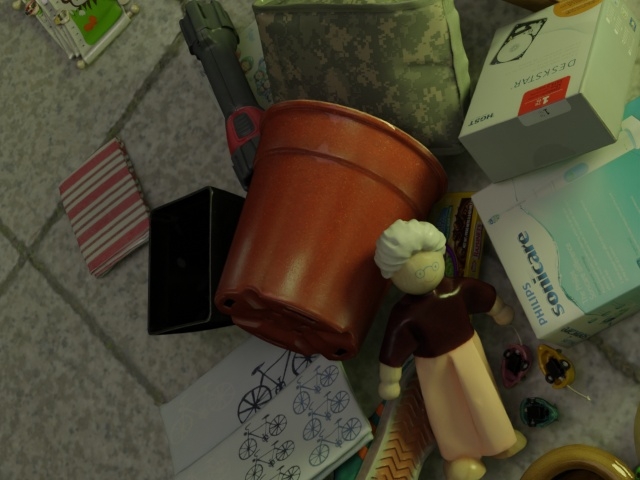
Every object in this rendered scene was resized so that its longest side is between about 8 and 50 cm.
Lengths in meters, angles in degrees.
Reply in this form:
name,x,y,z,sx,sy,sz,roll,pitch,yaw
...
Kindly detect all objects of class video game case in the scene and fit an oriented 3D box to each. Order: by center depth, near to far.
name,x,y,z,sx,sy,sz,roll,pitch,yaw
video game case,-0.107,-0.250,1.943,0.143,0.019,0.157,-39,64,17

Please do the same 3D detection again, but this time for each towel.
name,x,y,z,sx,sy,sz,roll,pitch,yaw
towel,-0.348,-0.054,2.035,0.144,0.029,0.197,-35,63,19

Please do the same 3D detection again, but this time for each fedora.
name,x,y,z,sx,sy,sz,roll,pitch,yaw
fedora,0.329,0.349,1.547,0.194,0.079,0.194,-3,84,30

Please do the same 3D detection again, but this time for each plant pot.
name,x,y,z,sx,sy,sz,roll,pitch,yaw
plant pot,0.000,0.000,1.648,0.272,0.272,0.265,9,66,30
plant pot,-0.133,0.038,1.794,0.187,0.167,0.188,-17,71,54

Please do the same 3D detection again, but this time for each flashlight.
name,x,y,z,sx,sy,sz,roll,pitch,yaw
flashlight,-0.124,-0.219,1.885,0.103,0.103,0.304,-56,50,47

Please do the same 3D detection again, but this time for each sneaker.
name,x,y,z,sx,sy,sz,roll,pitch,yaw
sneaker,0.083,0.269,1.649,0.121,0.108,0.302,-15,37,53

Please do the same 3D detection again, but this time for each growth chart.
name,x,y,z,sx,sy,sz,roll,pitch,yaw
growth chart,-0.420,-0.407,2.148,0.237,0.021,0.172,44,101,28

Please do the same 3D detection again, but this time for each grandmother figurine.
name,x,y,z,sx,sy,sz,roll,pitch,yaw
grandmother figurine,0.159,0.125,1.563,0.104,0.208,0.342,5,123,55

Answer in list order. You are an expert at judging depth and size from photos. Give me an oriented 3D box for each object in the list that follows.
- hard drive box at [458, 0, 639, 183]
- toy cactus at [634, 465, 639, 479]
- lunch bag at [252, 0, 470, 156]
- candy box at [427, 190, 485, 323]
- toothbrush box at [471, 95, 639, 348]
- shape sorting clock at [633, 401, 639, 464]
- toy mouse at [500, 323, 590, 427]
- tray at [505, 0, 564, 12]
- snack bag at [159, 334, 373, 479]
name,x,y,z,sx,sy,sz,roll,pitch,yaw
hard drive box,0.295,-0.201,1.585,0.181,0.089,0.232,-19,35,37
toy cactus,0.456,0.268,1.445,0.180,0.112,0.219,-1,76,15
lunch bag,0.078,-0.242,1.706,0.287,0.169,0.235,7,123,32
candy box,0.175,0.036,1.702,0.105,0.027,0.206,0,78,58
toothbrush box,0.372,-0.027,1.570,0.295,0.126,0.216,-32,66,19
shape sorting clock,0.482,0.238,1.505,0.206,0.040,0.206,-3,83,25
toy mouse,0.278,0.189,1.627,0.161,0.031,0.143,57,133,33
tray,0.297,-0.522,1.663,0.076,0.203,0.411,1,79,61
snack bag,-0.090,0.247,1.735,0.323,0.037,0.342,-40,35,14
